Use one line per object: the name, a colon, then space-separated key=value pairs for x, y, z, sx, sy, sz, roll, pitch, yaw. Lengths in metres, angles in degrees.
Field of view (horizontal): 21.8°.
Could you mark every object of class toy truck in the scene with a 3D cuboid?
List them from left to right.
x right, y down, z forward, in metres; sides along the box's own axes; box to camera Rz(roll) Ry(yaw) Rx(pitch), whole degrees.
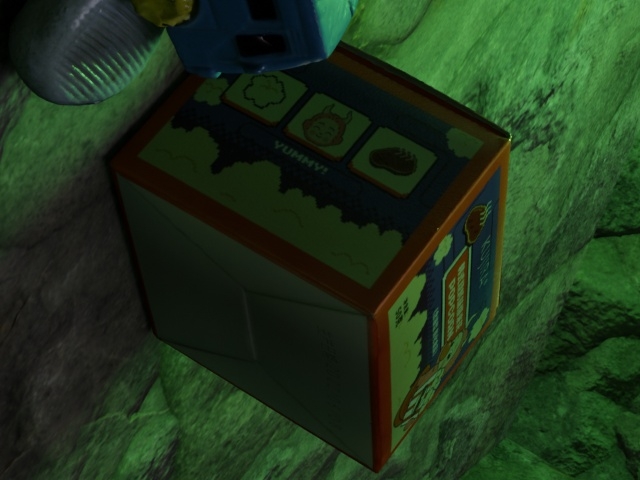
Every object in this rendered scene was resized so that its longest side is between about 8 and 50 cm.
toy truck: x=-0.078 y=-0.297 z=1.248 sx=0.385 sy=0.162 sz=0.161 roll=74 pitch=29 yaw=-44

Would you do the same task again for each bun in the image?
bun: x=-0.196 y=-0.177 z=1.357 sx=0.141 sy=0.083 sz=0.141 roll=-38 pitch=151 yaw=-25

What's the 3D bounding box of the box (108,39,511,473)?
box: x=0.000 y=0.000 z=1.711 sx=0.257 sy=0.318 sz=0.349 roll=-52 pitch=157 yaw=-25
